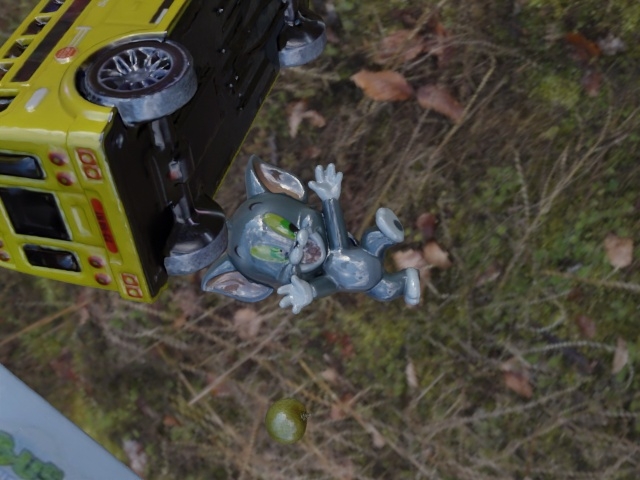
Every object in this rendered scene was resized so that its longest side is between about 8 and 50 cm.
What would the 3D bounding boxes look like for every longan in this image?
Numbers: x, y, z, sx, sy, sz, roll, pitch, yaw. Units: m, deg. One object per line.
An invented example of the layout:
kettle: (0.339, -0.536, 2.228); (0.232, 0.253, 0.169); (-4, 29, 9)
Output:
longan: (-0.046, 0.278, 1.613); (0.083, 0.075, 0.075); (-24, 96, 27)

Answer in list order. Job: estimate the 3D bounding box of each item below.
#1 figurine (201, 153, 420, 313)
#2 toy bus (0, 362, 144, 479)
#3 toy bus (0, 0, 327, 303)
figurine: (0.003, 0.000, 1.317); (0.140, 0.265, 0.193); (-164, 85, -73)
toy bus: (-0.207, 0.163, 0.724); (0.329, 0.109, 0.136); (44, 153, -17)
toy bus: (-0.104, -0.126, 0.688); (0.151, 0.331, 0.145); (6, 136, 16)
